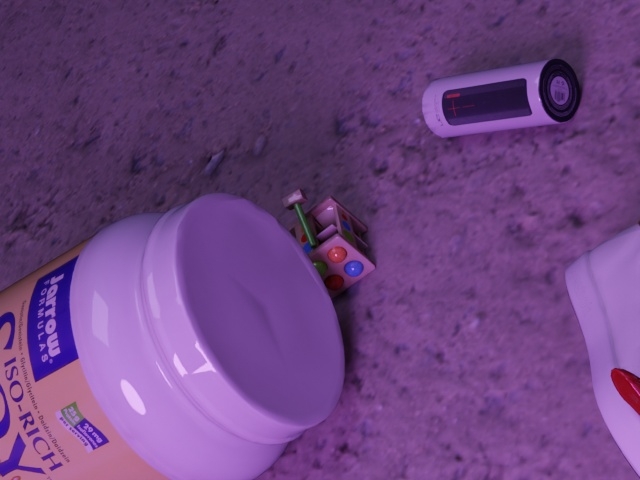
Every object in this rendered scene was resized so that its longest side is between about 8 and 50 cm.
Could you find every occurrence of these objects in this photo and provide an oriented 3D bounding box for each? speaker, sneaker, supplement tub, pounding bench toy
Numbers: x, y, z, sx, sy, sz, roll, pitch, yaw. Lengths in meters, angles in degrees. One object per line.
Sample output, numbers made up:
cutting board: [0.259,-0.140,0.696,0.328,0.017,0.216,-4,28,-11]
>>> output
speaker: [0.152,-0.121,1.302,0.136,0.055,0.055,-3,56,48]
sneaker: [0.241,0.074,0.962,0.123,0.106,0.290,-39,34,21]
supplement tub: [-0.169,0.121,1.279,0.331,0.241,0.241,-29,39,30]
pounding bench toy: [0.000,0.000,1.338,0.052,0.083,0.065,-36,35,20]

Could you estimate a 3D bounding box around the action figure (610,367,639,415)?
action figure: [0.275,-0.017,0.928,0.280,0.139,0.091,-30,-15,-24]
